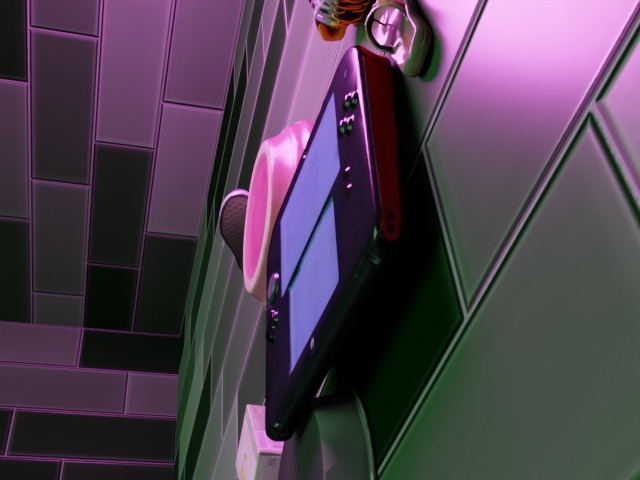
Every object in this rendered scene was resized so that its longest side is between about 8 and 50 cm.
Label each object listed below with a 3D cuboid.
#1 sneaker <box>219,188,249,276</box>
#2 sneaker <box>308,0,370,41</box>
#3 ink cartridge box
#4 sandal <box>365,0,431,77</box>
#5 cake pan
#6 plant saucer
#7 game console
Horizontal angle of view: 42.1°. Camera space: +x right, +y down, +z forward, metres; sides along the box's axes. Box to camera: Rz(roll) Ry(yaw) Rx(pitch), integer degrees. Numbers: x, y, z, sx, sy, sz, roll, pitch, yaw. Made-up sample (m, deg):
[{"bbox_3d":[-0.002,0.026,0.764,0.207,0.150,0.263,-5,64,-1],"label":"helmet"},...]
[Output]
[{"bbox_3d":[-0.143,-0.052,1.599,0.226,0.086,0.163,82,-177,-48],"label":"sneaker"},{"bbox_3d":[0.035,-0.321,1.091,0.215,0.084,0.083,-172,75,-81],"label":"sneaker"},{"bbox_3d":[-0.107,0.417,1.385,0.171,0.056,0.234,-128,48,-71],"label":"ink cartridge box"},{"bbox_3d":[0.075,-0.230,0.904,0.180,0.049,0.072,-105,24,-57],"label":"sandal"},{"bbox_3d":[-0.002,0.314,0.972,0.293,0.054,0.293,-173,90,-77],"label":"cake pan"},{"bbox_3d":[-0.066,-0.034,1.357,0.332,0.084,0.331,-174,90,-78],"label":"plant saucer"},{"bbox_3d":[0.000,0.000,0.980,0.341,0.060,0.386,-87,15,-45],"label":"game console"}]
